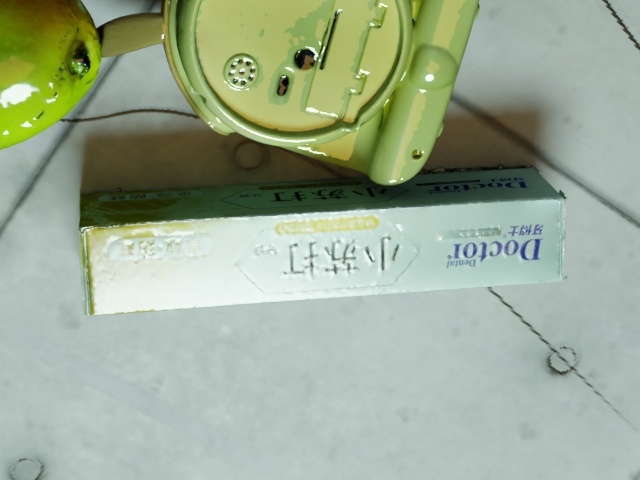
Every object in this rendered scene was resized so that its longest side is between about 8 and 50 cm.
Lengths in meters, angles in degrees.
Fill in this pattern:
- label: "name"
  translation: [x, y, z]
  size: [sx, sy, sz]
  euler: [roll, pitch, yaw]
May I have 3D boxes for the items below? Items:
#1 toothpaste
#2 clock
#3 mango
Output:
- label: "toothpaste"
  translation: [0.000, 0.000, 1.043]
  size: [0.312, 0.089, 0.071]
  euler: [-3, 107, -7]
- label: "clock"
  translation: [-0.026, -0.136, 0.994]
  size: [0.232, 0.069, 0.170]
  euler: [12, 109, -12]
- label: "mango"
  translation: [-0.242, -0.104, 0.953]
  size: [0.232, 0.125, 0.111]
  euler: [-10, 128, 20]
